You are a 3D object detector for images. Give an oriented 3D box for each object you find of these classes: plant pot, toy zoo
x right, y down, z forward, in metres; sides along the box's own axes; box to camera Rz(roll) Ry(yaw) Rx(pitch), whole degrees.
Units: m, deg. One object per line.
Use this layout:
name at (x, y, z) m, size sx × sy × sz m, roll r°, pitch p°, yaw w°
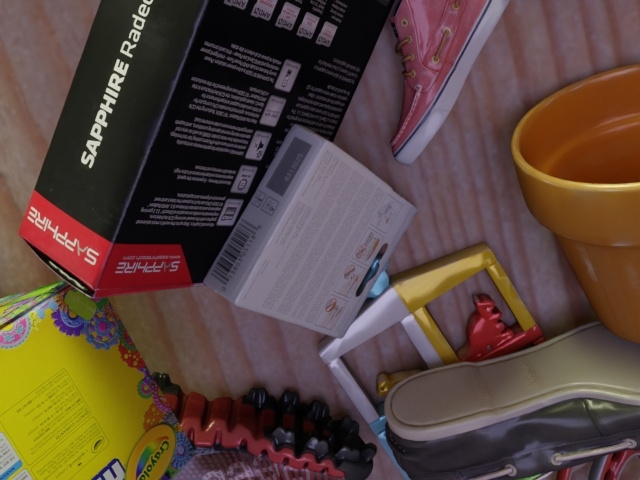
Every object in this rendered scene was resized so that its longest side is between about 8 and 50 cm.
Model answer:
plant pot at (0.280, -0.022, 0.670) m, size 0.205 × 0.205 × 0.188 m, roll -19°, pitch 120°, yaw 4°
toy zoo at (0.131, 0.135, 0.781) m, size 0.192 × 0.030 × 0.293 m, roll -32°, pitch 103°, yaw 7°

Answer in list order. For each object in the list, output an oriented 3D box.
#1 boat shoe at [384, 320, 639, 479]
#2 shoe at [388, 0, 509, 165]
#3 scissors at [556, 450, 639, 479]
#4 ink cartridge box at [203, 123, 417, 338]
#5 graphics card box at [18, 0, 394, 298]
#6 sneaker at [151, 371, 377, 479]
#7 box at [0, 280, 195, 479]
boat shoe at (0.225, 0.150, 0.724) m, size 0.335 × 0.112 × 0.096 m, roll -12°, pitch 122°, yaw 7°
shoe at (0.087, -0.159, 0.690) m, size 0.081 × 0.063 × 0.178 m, roll 28°, pitch 97°, yaw -7°
scissors at (0.307, 0.133, 0.768) m, size 0.108 × 0.021 × 0.297 m, roll 13°, pitch 98°, yaw -12°
ink cartridge box at (0.000, 0.000, 0.674) m, size 0.045 × 0.179 × 0.145 m, roll 31°, pitch 92°, yaw 31°
graphics card box at (-0.056, -0.144, 0.599) m, size 0.094 × 0.232 × 0.371 m, roll 32°, pitch 106°, yaw 25°
sneaker at (-0.088, 0.212, 0.764) m, size 0.275 × 0.098 × 0.135 m, roll 9°, pitch 104°, yaw -1°
box at (-0.308, 0.184, 0.600) m, size 0.279 × 0.290 × 0.177 m, roll -13°, pitch 109°, yaw 41°
